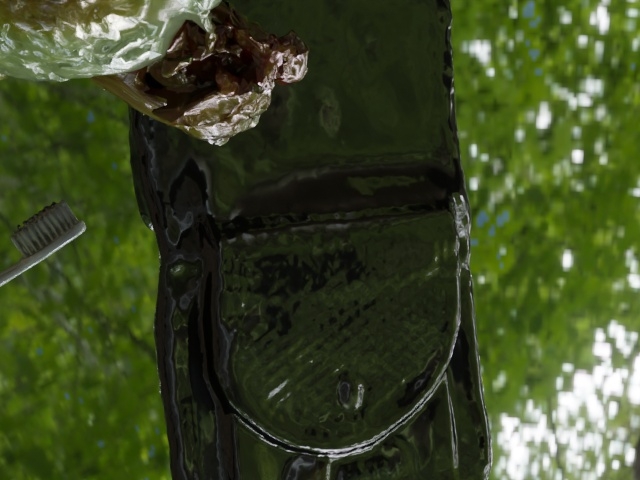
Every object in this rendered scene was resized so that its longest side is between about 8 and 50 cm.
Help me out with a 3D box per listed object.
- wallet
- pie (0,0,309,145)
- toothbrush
[{"bbox_3d":[0.000,0.000,0.856,0.247,0.041,0.323,-5,-92,-42],"label":"wallet"},{"bbox_3d":[-0.138,-0.150,0.537,0.274,0.257,0.105,9,-128,11],"label":"pie"},{"bbox_3d":[-0.255,0.061,0.883,0.275,0.025,0.019,-35,-161,-13],"label":"toothbrush"}]
